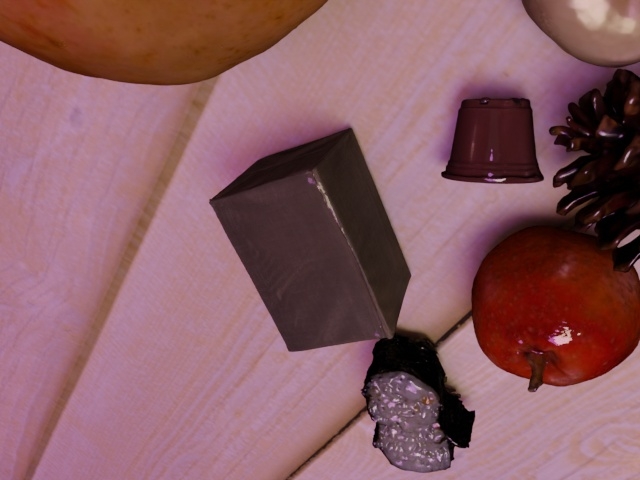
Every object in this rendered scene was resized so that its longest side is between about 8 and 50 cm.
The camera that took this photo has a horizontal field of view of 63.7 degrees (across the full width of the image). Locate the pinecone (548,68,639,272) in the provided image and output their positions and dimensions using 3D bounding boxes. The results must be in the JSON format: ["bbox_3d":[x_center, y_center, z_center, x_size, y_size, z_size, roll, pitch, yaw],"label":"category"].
[{"bbox_3d":[0.356,-0.057,0.468,0.292,0.246,0.246,26,123,8],"label":"pinecone"}]

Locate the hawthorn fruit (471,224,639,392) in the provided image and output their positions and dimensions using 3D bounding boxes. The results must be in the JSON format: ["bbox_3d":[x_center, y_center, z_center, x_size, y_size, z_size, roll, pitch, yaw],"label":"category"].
[{"bbox_3d":[0.261,0.091,0.589,0.197,0.225,0.196,15,124,24],"label":"hawthorn fruit"}]

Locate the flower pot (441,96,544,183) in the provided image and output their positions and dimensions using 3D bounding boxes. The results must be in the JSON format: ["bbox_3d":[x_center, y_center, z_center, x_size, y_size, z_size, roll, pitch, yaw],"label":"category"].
[{"bbox_3d":[0.193,-0.114,0.576,0.112,0.111,0.089,4,104,16],"label":"flower pot"}]

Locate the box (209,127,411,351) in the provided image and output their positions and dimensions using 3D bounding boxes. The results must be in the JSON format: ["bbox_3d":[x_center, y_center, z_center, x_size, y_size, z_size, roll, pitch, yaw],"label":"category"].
[{"bbox_3d":[0.000,0.000,0.663,0.149,0.155,0.231,-14,115,27],"label":"box"}]

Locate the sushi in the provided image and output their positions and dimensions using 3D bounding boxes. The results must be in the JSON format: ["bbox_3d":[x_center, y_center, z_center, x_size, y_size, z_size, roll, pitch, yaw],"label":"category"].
[{"bbox_3d":[0.147,0.242,0.773,0.147,0.115,0.212,-8,117,25],"label":"sushi"}]

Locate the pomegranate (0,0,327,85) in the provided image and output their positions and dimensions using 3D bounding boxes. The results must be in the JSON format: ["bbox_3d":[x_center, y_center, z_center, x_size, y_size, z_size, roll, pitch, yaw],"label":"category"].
[{"bbox_3d":[-0.143,-0.326,0.388,0.412,0.411,0.410,8,120,14],"label":"pomegranate"}]

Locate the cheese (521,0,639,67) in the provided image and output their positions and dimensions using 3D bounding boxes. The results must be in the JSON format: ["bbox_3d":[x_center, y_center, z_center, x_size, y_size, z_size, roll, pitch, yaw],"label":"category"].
[{"bbox_3d":[0.284,-0.269,0.442,0.218,0.117,0.234,-5,120,18],"label":"cheese"}]
